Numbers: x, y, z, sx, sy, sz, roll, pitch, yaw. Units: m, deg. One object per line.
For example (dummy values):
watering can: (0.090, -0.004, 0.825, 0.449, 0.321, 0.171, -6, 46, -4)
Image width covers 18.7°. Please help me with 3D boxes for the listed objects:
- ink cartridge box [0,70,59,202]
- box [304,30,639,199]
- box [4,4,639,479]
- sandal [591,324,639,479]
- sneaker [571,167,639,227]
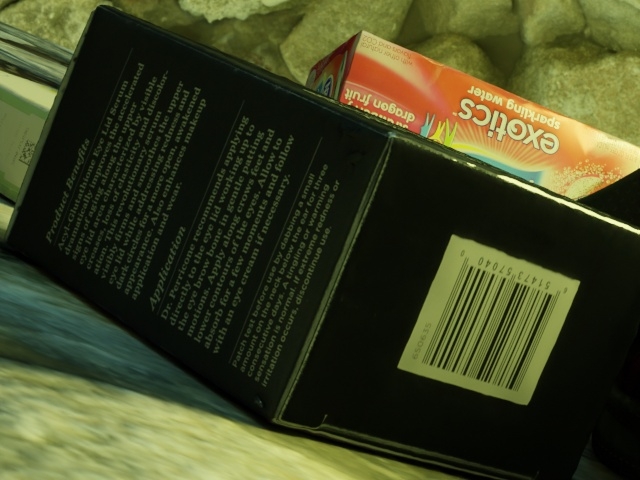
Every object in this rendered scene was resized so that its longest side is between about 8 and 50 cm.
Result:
ink cartridge box: (-0.152, -0.058, 1.055, 0.235, 0.056, 0.171, 29, 9, 41)
box: (0.105, -0.039, 1.429, 0.256, 0.128, 0.122, 22, -14, -14)
box: (0.000, 0.000, 0.755, 0.153, 0.108, 0.207, 19, 6, -39)
sandal: (0.192, 0.082, 0.917, 0.167, 0.107, 0.446, 21, -8, -1)
sneaker: (0.221, 0.000, 1.256, 0.270, 0.090, 0.145, -17, -10, 11)
